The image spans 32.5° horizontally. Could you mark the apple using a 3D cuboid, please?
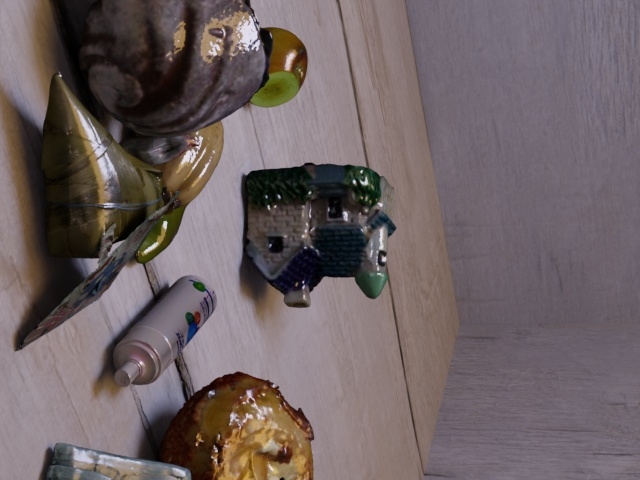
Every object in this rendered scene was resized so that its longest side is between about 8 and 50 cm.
[{"bbox_3d":[-0.103,-0.370,2.323,0.146,0.147,0.163,35,57,-67],"label":"apple"}]

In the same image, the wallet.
[{"bbox_3d":[-0.308,0.483,1.602,0.237,0.075,0.342,20,66,-36],"label":"wallet"}]

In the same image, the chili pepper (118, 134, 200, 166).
[{"bbox_3d":[-0.273,-0.147,1.780,0.050,0.153,0.041,77,9,-46],"label":"chili pepper"}]

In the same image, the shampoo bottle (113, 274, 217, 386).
[{"bbox_3d":[-0.270,0.159,1.857,0.303,0.092,0.092,-54,139,-62],"label":"shampoo bottle"}]

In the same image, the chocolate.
[{"bbox_3d":[-0.254,-0.284,1.689,0.213,0.303,0.303,-49,138,-35],"label":"chocolate"}]

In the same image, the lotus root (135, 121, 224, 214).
[{"bbox_3d":[-0.249,-0.159,1.881,0.154,0.140,0.256,36,50,-27],"label":"lotus root"}]

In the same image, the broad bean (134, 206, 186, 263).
[{"bbox_3d":[-0.258,-0.065,1.944,0.075,0.067,0.325,-59,-178,41],"label":"broad bean"}]

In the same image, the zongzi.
[{"bbox_3d":[-0.325,-0.130,1.652,0.251,0.125,0.274,-41,130,-66],"label":"zongzi"}]

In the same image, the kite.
[{"bbox_3d":[-0.320,0.045,1.600,0.335,0.011,0.314,-48,176,-22],"label":"kite"}]

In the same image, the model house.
[{"bbox_3d":[0.000,0.001,2.357,0.243,0.299,0.284,33,58,-68],"label":"model house"}]

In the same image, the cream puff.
[{"bbox_3d":[-0.156,0.405,1.958,0.350,0.229,0.350,5,84,-48],"label":"cream puff"}]
